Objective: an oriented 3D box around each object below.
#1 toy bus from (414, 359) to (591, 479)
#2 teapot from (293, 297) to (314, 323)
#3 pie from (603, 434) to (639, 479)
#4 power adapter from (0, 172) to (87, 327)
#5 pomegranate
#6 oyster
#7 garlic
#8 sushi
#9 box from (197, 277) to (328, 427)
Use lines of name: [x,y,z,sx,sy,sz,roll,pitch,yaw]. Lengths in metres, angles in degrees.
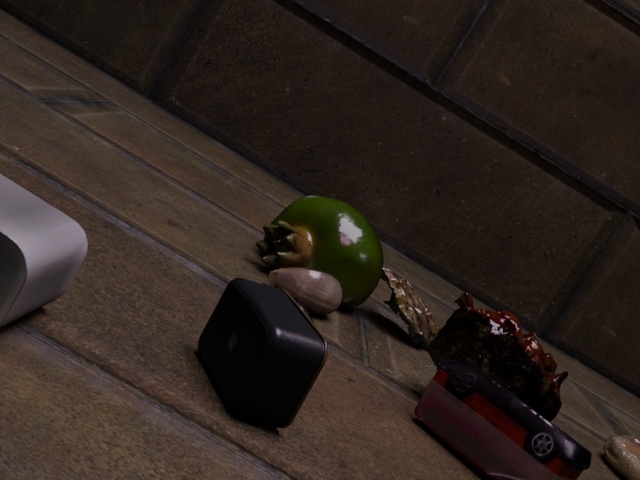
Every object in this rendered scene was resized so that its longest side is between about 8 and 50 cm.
toy bus: [0.319,0.340,1.503,0.302,0.147,0.127,38,7,32]
teapot: [-0.045,0.149,1.657,0.068,0.045,0.100,59,-2,15]
pie: [0.859,0.611,2.125,0.337,0.075,0.337,31,14,-9]
power adapter: [-0.397,0.008,0.955,0.187,0.124,0.255,31,8,1]
pomegranate: [0.000,0.000,2.046,0.310,0.216,0.358,35,7,34]
oyster: [0.219,0.164,2.141,0.214,0.083,0.223,55,-2,29]
garlic: [-0.014,0.111,1.859,0.128,0.090,0.198,12,-4,39]
sushi: [0.356,0.257,1.745,0.196,0.182,0.343,4,-41,52]
box: [-0.088,0.149,1.182,0.090,0.144,0.201,23,13,-31]
